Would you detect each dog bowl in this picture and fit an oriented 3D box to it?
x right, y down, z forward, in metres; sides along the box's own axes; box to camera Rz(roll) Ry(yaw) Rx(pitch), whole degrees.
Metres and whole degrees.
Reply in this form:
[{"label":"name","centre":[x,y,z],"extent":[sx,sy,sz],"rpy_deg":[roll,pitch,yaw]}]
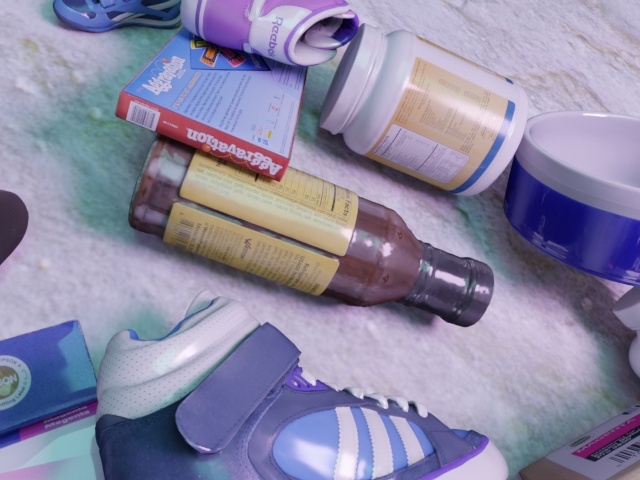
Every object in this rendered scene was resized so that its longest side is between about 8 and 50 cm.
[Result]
[{"label":"dog bowl","centre":[0.353,-0.057,0.663],"extent":[0.265,0.104,0.264],"rpy_deg":[4,31,-2]}]

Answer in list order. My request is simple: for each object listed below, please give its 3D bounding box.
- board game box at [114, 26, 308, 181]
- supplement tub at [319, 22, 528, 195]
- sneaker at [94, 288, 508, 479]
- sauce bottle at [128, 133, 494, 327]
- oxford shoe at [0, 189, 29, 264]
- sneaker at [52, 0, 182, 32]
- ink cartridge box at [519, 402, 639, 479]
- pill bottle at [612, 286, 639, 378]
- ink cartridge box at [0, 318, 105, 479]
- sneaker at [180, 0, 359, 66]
[{"label":"board game box","centre":[-0.089,-0.159,0.586],"extent":[0.145,0.027,0.281],"rpy_deg":[22,32,-11]},{"label":"supplement tub","centre":[0.113,-0.148,0.661],"extent":[0.200,0.144,0.144],"rpy_deg":[21,57,-11]},{"label":"sneaker","centre":[-0.008,0.127,0.454],"extent":[0.323,0.130,0.236],"rpy_deg":[-3,55,-43]},{"label":"sauce bottle","centre":[0.000,0.000,0.555],"extent":[0.345,0.111,0.111],"rpy_deg":[22,57,-12]},{"label":"oxford shoe","centre":[-0.323,0.035,0.432],"extent":[0.076,0.076,0.212],"rpy_deg":[15,48,22]},{"label":"sneaker","centre":[-0.220,-0.270,0.640],"extent":[0.144,0.059,0.053],"rpy_deg":[-18,73,-29]},{"label":"ink cartridge box","centre":[0.300,0.184,0.475],"extent":[0.235,0.193,0.088],"rpy_deg":[-30,74,-1]},{"label":"pill bottle","centre":[0.451,0.154,0.636],"extent":[0.146,0.146,0.264],"rpy_deg":[-32,78,-33]},{"label":"ink cartridge box","centre":[-0.263,0.230,0.342],"extent":[0.324,0.071,0.329],"rpy_deg":[-16,71,-29]},{"label":"sneaker","centre":[-0.025,-0.272,0.667],"extent":[0.161,0.102,0.282],"rpy_deg":[21,43,5]}]
